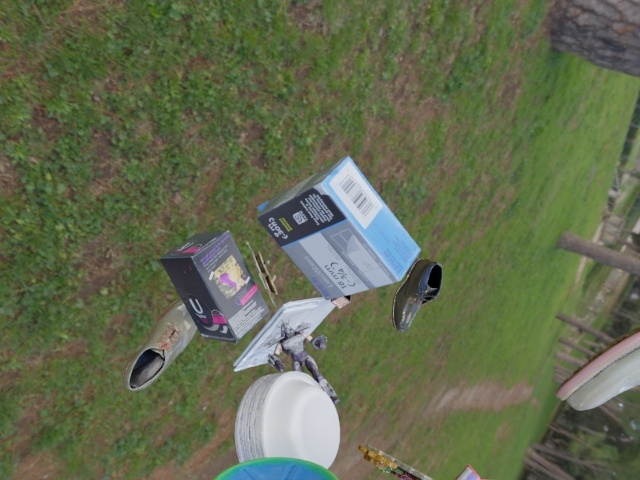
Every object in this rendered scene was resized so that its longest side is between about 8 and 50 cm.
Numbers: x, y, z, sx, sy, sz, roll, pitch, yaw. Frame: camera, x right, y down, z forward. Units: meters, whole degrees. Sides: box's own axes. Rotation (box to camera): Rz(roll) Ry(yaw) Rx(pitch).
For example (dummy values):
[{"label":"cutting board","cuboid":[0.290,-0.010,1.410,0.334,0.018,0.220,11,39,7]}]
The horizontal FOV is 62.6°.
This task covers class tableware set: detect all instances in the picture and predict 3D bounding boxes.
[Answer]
[{"label":"tableware set","cuboid":[-0.151,0.093,1.496,0.039,0.128,0.194,-23,143,-5]}]

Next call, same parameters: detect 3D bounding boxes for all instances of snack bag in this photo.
[{"label":"snack bag","cuboid":[-0.098,0.306,1.775,0.343,0.037,0.323,-2,137,-54]}]

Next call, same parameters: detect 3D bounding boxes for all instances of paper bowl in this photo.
[{"label":"paper bowl","cuboid":[-0.060,0.463,1.278,0.284,0.148,0.284,31,50,-47]}]

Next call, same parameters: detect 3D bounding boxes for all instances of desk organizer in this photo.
[{"label":"desk organizer","cuboid":[0.071,0.158,1.746,0.050,0.047,0.130,-34,-150,31]}]

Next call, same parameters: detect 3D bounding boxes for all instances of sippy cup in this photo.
[{"label":"sippy cup","cuboid":[-0.080,0.535,0.913,0.306,0.240,0.224,-2,95,-37]}]

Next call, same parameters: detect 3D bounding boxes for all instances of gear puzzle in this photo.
[{"label":"gear puzzle","cuboid":[0.189,0.518,1.153,0.339,0.175,0.044,44,67,-41]}]

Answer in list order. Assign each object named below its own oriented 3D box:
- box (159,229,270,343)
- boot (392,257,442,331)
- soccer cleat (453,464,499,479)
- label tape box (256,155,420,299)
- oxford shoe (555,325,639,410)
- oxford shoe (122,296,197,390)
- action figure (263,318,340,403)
[{"label":"box","cuboid":[-0.285,0.125,1.430,0.143,0.165,0.270,-40,115,-40]},{"label":"boot","cuboid":[0.264,0.149,1.441,0.106,0.082,0.219,-10,-121,70]},{"label":"soccer cleat","cuboid":[0.335,0.459,0.850,0.116,0.318,0.108,-65,-164,5]},{"label":"label tape box","cuboid":[0.000,0.000,1.086,0.240,0.334,0.106,50,52,-14]},{"label":"oxford shoe","cuboid":[0.547,0.172,0.765,0.397,0.146,0.140,-35,158,20]},{"label":"oxford shoe","cuboid":[-0.449,0.301,1.563,0.348,0.123,0.130,-57,-165,-14]},{"label":"action figure","cuboid":[-0.051,0.359,1.546,0.185,0.285,0.099,-25,171,-10]}]
